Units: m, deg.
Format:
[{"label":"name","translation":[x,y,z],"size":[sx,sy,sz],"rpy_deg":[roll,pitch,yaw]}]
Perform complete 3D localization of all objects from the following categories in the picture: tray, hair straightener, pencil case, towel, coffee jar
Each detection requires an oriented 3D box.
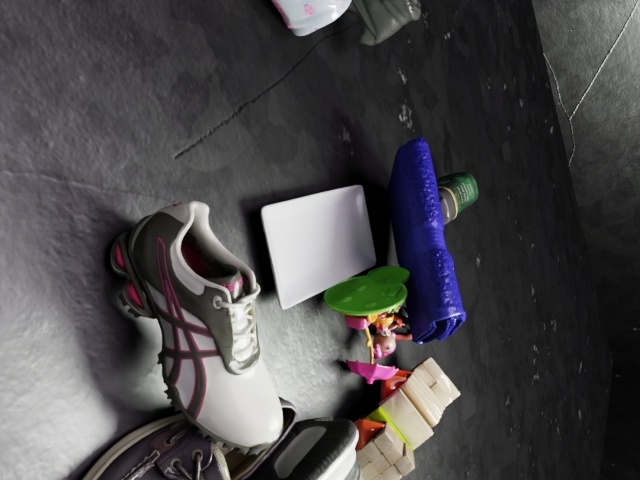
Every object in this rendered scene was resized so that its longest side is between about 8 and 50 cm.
[{"label":"tray","translation":[0.000,0.000,0.858],"size":[0.270,0.030,0.145],"rpy_deg":[-19,100,-53]},{"label":"hair straightener","translation":[0.169,0.147,1.053],"size":[0.230,0.047,0.088],"rpy_deg":[16,72,-52]},{"label":"pencil case","translation":[-0.060,-0.424,0.772],"size":[0.273,0.114,0.124],"rpy_deg":[45,42,-41]},{"label":"towel","translation":[0.180,0.008,0.942],"size":[0.227,0.076,0.308],"rpy_deg":[91,-8,-71]},{"label":"coffee jar","translation":[0.260,-0.087,1.174],"size":[0.184,0.096,0.079],"rpy_deg":[-32,108,-52]}]

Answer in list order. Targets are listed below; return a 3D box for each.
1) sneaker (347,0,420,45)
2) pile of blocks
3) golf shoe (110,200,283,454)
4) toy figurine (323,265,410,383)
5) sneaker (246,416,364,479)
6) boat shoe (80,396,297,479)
[{"label":"sneaker","translation":[0.041,-0.456,0.924],"size":[0.286,0.130,0.109],"rpy_deg":[57,32,1]},{"label":"pile of blocks","translation":[0.114,0.291,0.921],"size":[0.112,0.149,0.362],"rpy_deg":[52,28,11]},{"label":"golf shoe","translation":[-0.108,0.091,0.560],"size":[0.272,0.120,0.105],"rpy_deg":[59,35,-2]},{"label":"toy figurine","translation":[0.090,0.145,0.897],"size":[0.173,0.130,0.159],"rpy_deg":[-32,122,-48]},{"label":"sneaker","translation":[-0.061,0.404,0.578],"size":[0.448,0.169,0.257],"rpy_deg":[-24,100,-53]},{"label":"boat shoe","translation":[-0.132,0.235,0.584],"size":[0.285,0.092,0.102],"rpy_deg":[-23,103,-53]}]
